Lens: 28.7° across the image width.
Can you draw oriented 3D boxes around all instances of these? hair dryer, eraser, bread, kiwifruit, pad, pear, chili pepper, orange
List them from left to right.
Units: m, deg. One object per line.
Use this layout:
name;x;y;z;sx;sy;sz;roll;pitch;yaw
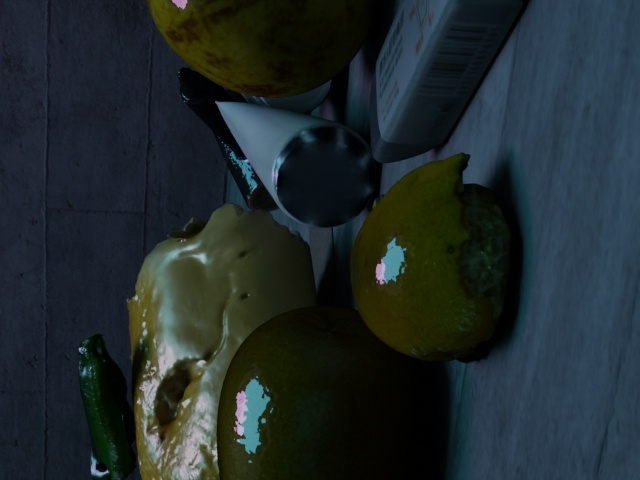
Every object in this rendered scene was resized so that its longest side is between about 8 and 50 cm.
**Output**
chili pepper;-0.266;0.207;1.564;0.108;0.062;0.216;-104;11;-59
bread;-0.122;0.195;1.582;0.361;0.250;0.394;89;177;-62
hair dryer;-0.136;-0.187;1.804;0.189;0.107;0.352;63;-173;26
pear;-0.067;-0.291;1.395;0.281;0.280;0.281;-178;90;-81
pad;0.000;0.000;1.757;0.176;0.002;0.266;106;164;-56
kiwifruit;0.001;0.179;1.098;0.196;0.196;0.234;-112;21;-70
orange;0.078;0.021;0.924;0.160;0.112;0.170;-109;11;-65
eraser;0.095;-0.162;0.979;0.352;0.061;0.089;114;156;-69

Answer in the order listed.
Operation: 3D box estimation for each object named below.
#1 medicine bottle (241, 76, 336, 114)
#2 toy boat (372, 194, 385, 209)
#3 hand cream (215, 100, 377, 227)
medicine bottle;-0.050;-0.239;1.687;0.247;0.147;0.147;-119;32;-72
toy boat;0.067;0.007;1.109;0.210;0.066;0.084;-106;20;-66
hand cream;-0.026;-0.104;1.510;0.118;0.185;0.359;-59;17;5
